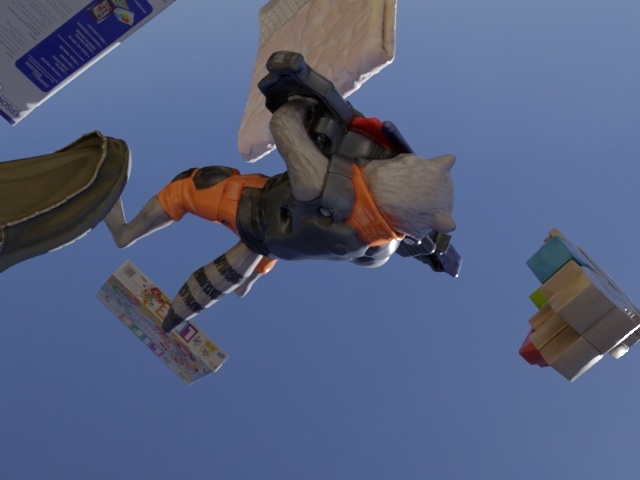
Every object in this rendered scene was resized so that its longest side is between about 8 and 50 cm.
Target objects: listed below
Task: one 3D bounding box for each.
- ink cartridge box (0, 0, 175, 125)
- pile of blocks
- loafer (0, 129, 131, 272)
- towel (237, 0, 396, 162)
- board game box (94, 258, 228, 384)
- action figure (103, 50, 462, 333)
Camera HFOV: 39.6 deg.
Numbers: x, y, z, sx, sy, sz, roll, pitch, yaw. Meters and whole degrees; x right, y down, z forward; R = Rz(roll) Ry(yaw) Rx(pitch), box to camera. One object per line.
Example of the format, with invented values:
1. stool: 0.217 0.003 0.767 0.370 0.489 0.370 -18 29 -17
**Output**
1. ink cartridge box: -0.346 -0.314 1.192 0.333 0.165 0.065 -35 -136 6
2. pile of blocks: 0.258 0.074 0.958 0.112 0.149 0.362 -44 159 14
3. loafer: -0.294 -0.031 0.833 0.251 0.087 0.094 -33 -136 -3
4. towel: -0.008 -0.314 1.346 0.332 0.053 0.316 -30 -134 46
5. board game box: -0.182 0.096 1.007 0.026 0.154 0.103 -48 -173 -29
6. action figure: 0.000 0.000 0.866 0.330 0.341 0.178 -17 -133 38
